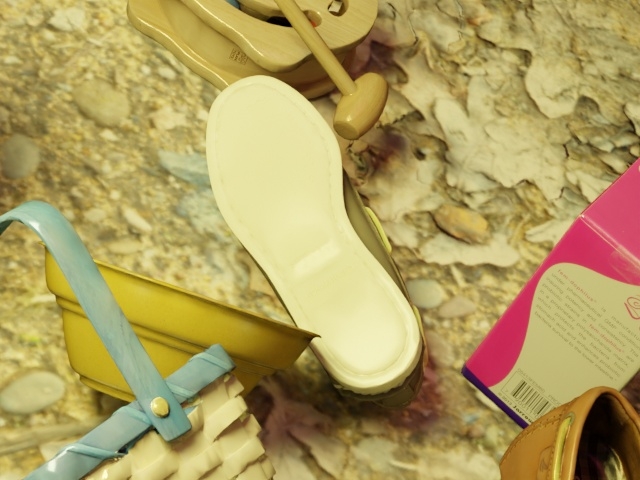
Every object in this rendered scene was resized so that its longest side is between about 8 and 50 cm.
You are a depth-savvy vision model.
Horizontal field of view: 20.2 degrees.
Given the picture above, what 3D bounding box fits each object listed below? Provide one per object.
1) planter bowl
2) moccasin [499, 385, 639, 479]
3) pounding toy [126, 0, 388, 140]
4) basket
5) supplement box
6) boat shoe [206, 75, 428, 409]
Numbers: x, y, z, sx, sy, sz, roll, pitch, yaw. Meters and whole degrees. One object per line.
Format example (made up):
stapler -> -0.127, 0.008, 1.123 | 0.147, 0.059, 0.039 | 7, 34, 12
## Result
planter bowl -> -0.115, 0.076, 1.305 | 0.217, 0.217, 0.090 | 19, 88, -10
moccasin -> 0.224, 0.286, 1.289 | 0.139, 0.147, 0.380 | 11, 54, -17
pounding toy -> -0.030, -0.214, 1.555 | 0.269, 0.155, 0.154 | 38, 53, 6
basket -> -0.169, 0.140, 1.161 | 0.289, 0.255, 0.201 | 54, 47, -4
supplement box -> 0.222, 0.054, 1.422 | 0.111, 0.220, 0.114 | 42, 49, 9
boat shoe -> -0.004, 0.002, 1.445 | 0.109, 0.091, 0.305 | -28, 63, 1
